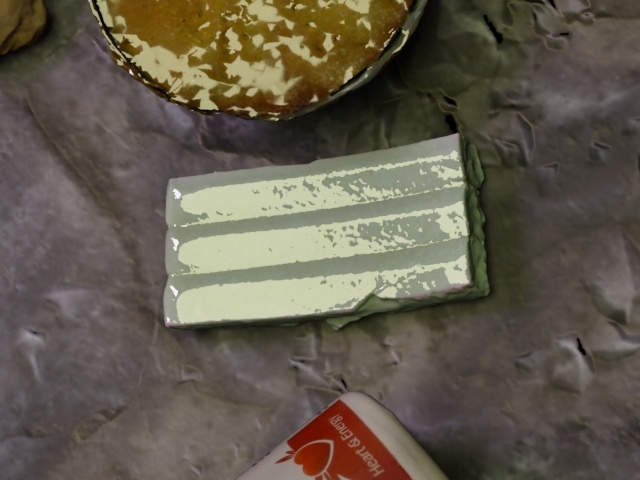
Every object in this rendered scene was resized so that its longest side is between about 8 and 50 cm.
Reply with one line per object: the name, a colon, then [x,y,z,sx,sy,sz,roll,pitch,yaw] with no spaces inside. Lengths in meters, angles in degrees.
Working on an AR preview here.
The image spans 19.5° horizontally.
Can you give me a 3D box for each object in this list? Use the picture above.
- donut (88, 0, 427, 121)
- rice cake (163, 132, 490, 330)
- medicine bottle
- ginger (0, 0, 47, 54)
donut: [-0.044,-0.212,1.328,0.272,0.107,0.272,0,84,-3]
rice cake: [0.000,0.000,1.330,0.237,0.043,0.127,-6,80,15]
medicine bottle: [-0.038,0.242,1.216,0.289,0.157,0.157,-38,74,-7]
ginger: [-0.252,-0.253,1.397,0.276,0.130,0.221,-20,95,2]
